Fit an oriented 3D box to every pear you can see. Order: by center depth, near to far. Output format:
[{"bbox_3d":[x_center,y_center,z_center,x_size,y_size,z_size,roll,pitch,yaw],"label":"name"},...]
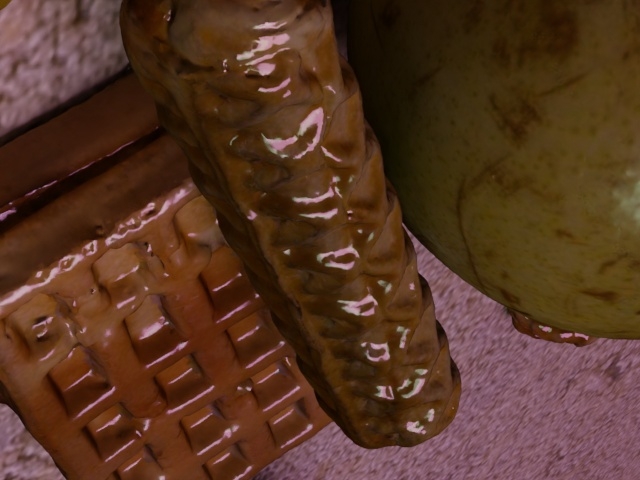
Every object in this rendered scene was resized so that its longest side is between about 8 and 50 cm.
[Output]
[{"bbox_3d":[0.148,-0.090,0.679,0.283,0.283,0.284,-27,150,-17],"label":"pear"}]

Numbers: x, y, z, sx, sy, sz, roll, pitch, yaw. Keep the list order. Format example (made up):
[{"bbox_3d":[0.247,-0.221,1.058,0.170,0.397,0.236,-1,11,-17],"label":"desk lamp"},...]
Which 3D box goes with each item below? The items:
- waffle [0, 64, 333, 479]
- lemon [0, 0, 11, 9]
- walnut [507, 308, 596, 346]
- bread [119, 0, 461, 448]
[{"bbox_3d":[-0.077,0.039,0.788,0.224,0.098,0.328,-33,152,-12],"label":"waffle"},{"bbox_3d":[-0.152,-0.143,0.276,0.310,0.258,0.258,-28,150,-13],"label":"lemon"},{"bbox_3d":[0.238,0.033,1.158,0.170,0.069,0.143,-18,148,-26],"label":"walnut"},{"bbox_3d":[0.001,0.001,0.647,0.084,0.077,0.367,-8,147,12],"label":"bread"}]
